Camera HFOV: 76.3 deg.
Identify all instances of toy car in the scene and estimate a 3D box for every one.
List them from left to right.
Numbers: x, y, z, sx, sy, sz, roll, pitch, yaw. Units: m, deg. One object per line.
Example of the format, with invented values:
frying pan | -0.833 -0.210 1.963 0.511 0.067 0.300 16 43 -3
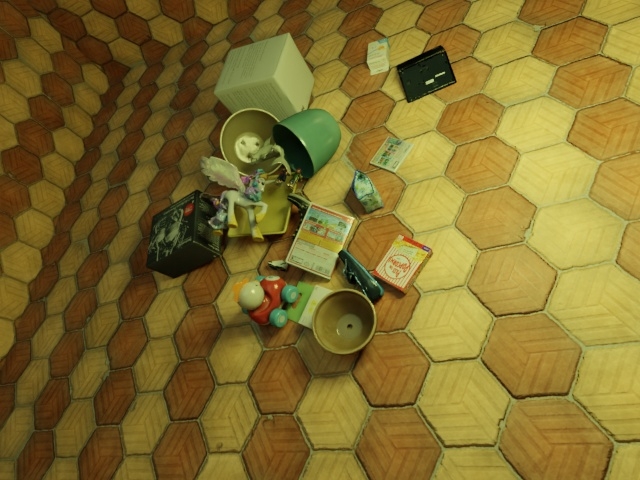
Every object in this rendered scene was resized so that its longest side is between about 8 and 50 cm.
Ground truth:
toy car | -0.255 0.213 1.647 0.219 0.238 0.210 12 70 39

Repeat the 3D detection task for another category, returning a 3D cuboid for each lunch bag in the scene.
lunch bag | 0.193 -0.211 1.725 0.096 0.129 0.151 -23 56 15

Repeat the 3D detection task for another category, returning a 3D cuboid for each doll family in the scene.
doll family | -0.144 -0.300 1.895 0.193 0.076 0.111 21 79 38

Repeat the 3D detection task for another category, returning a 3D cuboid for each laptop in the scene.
laptop | 0.504 -0.807 1.967 0.234 0.136 0.265 -19 81 19

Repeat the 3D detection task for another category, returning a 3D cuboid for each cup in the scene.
cup | -0.350 -0.484 2.087 0.331 0.331 0.237 -51 16 -6

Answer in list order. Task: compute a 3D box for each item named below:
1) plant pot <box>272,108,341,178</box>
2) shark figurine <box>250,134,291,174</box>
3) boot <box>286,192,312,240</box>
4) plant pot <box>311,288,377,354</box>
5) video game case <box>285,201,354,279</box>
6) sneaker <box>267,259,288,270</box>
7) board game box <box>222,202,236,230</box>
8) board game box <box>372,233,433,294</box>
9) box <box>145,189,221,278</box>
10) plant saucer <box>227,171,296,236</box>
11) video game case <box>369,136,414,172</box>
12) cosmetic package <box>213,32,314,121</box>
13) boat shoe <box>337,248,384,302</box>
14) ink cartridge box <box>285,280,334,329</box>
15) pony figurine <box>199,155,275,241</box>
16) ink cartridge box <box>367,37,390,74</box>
plant pot | -0.044 -0.479 1.921 0.235 0.293 0.293 -39 50 -19
shark figurine | -0.201 -0.393 1.897 0.278 0.116 0.166 21 77 49
boot | -0.085 -0.089 1.803 0.236 0.085 0.179 32 83 12
plant pot | 0.095 0.304 1.488 0.237 0.110 0.238 -7 64 15
video game case | 0.000 0.000 1.714 0.204 0.025 0.285 21 76 7
sneaker | -0.187 0.107 1.815 0.109 0.040 0.044 11 53 29
board game box | -0.462 -0.144 2.103 0.136 0.035 0.201 2 65 30
board game box | 0.312 0.087 1.543 0.146 0.045 0.194 29 79 37
box | -0.676 -0.028 2.038 0.343 0.179 0.313 -25 55 24
plant saucer | -0.260 -0.155 1.972 0.332 0.081 0.333 -3 61 27
video game case | 0.320 -0.386 1.825 0.143 0.019 0.157 30 81 37
cosmetic package | -0.295 -0.844 2.224 0.393 0.329 0.328 -2 62 27
boat shoe | 0.135 0.133 1.577 0.089 0.109 0.258 -44 50 4
ink cartridge box | -0.041 0.261 1.634 0.235 0.056 0.171 17 73 32
pony figurine | -0.392 -0.193 1.864 0.350 0.303 0.364 8 58 -9
ink cartridge box | 0.304 -0.963 2.132 0.104 0.061 0.181 -7 61 26
